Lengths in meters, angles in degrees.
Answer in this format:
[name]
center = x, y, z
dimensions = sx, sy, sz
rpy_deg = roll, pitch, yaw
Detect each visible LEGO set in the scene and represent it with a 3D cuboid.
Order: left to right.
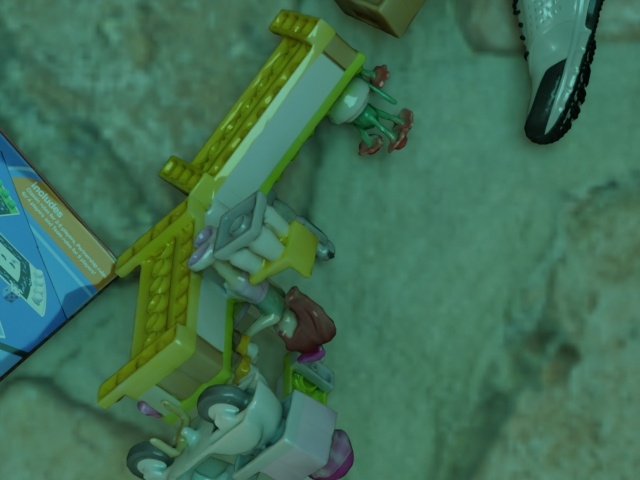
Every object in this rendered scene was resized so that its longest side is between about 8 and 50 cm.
[LEGO set]
center = 0.000, 0.000, 0.720
dimensions = 0.107, 0.132, 0.287
rpy_deg = 38, 50, -25

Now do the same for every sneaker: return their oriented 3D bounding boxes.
[sneaker]
center = 0.104, -0.096, 0.774
dimensions = 0.044, 0.040, 0.109
rpy_deg = 12, 79, 12

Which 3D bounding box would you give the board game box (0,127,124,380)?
[board game box]
center = -0.230, -0.045, 0.736
dimensions = 0.145, 0.027, 0.281
rpy_deg = -41, 90, -6
